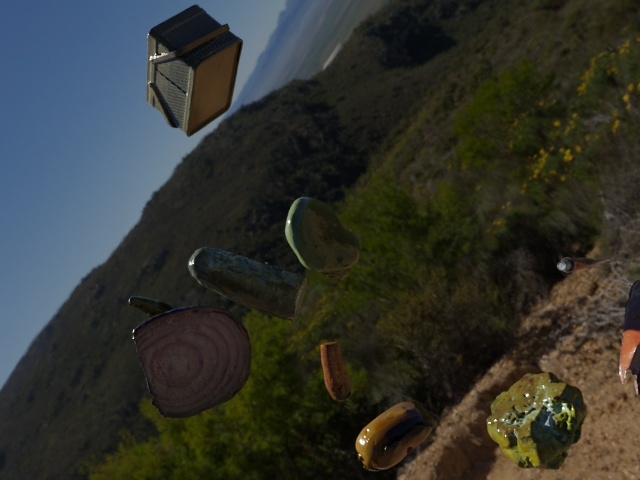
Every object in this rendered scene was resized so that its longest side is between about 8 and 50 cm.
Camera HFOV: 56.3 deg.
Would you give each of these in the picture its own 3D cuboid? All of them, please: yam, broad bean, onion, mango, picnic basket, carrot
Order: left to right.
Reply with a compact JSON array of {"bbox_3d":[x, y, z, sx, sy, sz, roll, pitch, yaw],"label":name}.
[{"bbox_3d":[-0.338,0.192,1.436,0.043,0.297,0.060,-44,48,10],"label":"broad bean"},{"bbox_3d":[-0.296,-0.389,1.384,0.165,0.139,0.267,-44,-9,-32],"label":"picnic basket"},{"bbox_3d":[-0.289,0.257,1.367,0.247,0.250,0.111,-18,13,-23],"label":"onion"},{"bbox_3d":[-0.182,0.105,1.555,0.133,0.330,0.133,-158,90,-77],"label":"yam"},{"bbox_3d":[0.000,0.000,1.363,0.100,0.228,0.169,-19,29,37],"label":"broad bean"},{"bbox_3d":[0.046,0.430,1.969,0.087,0.194,0.087,-19,-2,-1],"label":"carrot"},{"bbox_3d":[0.248,0.653,2.003,0.287,0.201,0.153,-32,51,-12],"label":"mango"}]

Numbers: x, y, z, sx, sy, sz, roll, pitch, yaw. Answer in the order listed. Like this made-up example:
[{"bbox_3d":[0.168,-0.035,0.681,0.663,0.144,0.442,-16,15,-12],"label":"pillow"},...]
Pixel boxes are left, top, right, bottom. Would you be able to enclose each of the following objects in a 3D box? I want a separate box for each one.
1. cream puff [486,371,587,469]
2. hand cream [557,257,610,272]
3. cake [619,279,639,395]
[{"bbox_3d":[0.581,0.484,1.558,0.281,0.185,0.282,-34,13,9],"label":"cream puff"},{"bbox_3d":[0.678,0.059,1.547,0.052,0.216,0.038,38,121,39],"label":"hand cream"},{"bbox_3d":[0.617,0.160,1.093,0.135,0.098,0.288,140,154,-77],"label":"cake"}]
